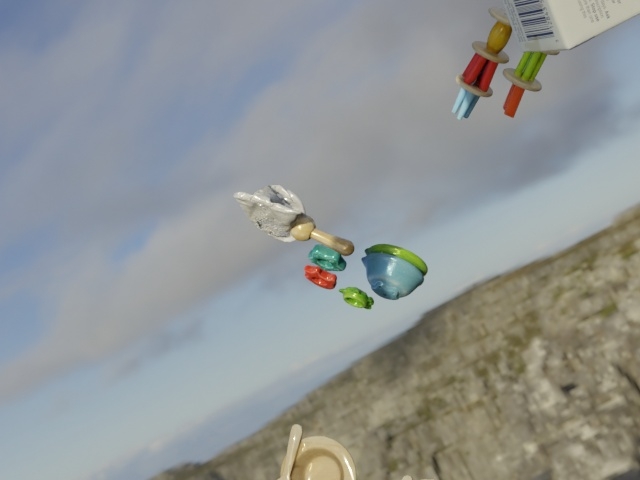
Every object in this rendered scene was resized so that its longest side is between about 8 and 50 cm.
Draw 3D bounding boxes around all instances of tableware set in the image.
[{"bbox_3d":[0.020,0.215,0.802,0.141,0.169,0.020,-71,-20,-4],"label":"tableware set"}]

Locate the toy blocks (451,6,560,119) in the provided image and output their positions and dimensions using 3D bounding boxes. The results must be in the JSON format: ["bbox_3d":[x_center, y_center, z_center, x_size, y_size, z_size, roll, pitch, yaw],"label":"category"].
[{"bbox_3d":[0.225,-0.201,1.468,0.054,0.123,0.148,2,-55,-36],"label":"toy blocks"}]

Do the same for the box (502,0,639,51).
[{"bbox_3d":[0.204,-0.229,0.899,0.137,0.126,0.072,-27,14,-16],"label":"box"}]

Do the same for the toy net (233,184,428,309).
[{"bbox_3d":[0.000,0.000,1.233,0.122,0.232,0.045,-11,50,55],"label":"toy net"}]
